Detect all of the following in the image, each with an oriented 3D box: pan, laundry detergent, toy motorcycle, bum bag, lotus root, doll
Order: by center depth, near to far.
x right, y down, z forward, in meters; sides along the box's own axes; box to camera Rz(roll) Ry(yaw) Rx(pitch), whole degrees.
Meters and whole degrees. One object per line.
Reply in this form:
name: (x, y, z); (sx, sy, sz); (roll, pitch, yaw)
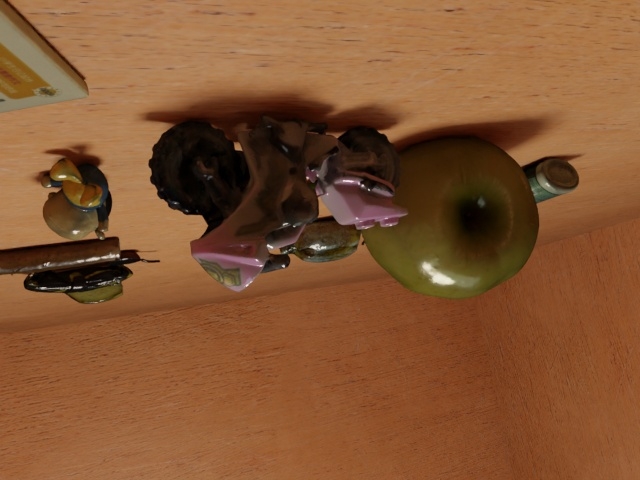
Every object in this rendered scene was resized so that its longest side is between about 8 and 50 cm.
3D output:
toy motorcycle: (-0.033, -0.043, 0.728); (0.326, 0.188, 0.143); (-5, 174, -33)
doll: (-0.299, -0.045, 0.768); (0.089, 0.102, 0.179); (-48, -179, -16)
laundry detergent: (0.402, -0.099, 1.261); (0.099, 0.070, 0.225); (-2, 168, -28)
pan: (-0.405, 0.037, 1.356); (0.115, 0.024, 0.068); (1, 165, -41)
lotus root: (0.000, 0.000, 1.387); (0.191, 0.088, 0.113); (-8, 155, -11)
bum bag: (-0.543, 0.087, 1.406); (0.232, 0.060, 0.106); (-4, 178, -27)

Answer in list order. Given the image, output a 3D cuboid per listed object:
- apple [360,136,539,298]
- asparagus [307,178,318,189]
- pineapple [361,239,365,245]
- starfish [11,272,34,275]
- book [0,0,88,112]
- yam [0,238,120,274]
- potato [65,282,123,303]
apple: (0.199, -0.032, 0.975); (0.278, 0.279, 0.279); (-10, 171, -2)
asparagus: (-0.040, -0.077, 1.048); (0.025, 0.025, 0.248); (5, 165, -37)
pineapple: (0.231, -0.016, 1.313); (0.340, 0.169, 0.169); (6, -177, 37)
starfish: (-0.610, 0.056, 1.233); (0.078, 0.028, 0.091); (0, 171, -24)
book: (-0.347, -0.118, 0.438); (0.295, 0.020, 0.208); (-10, 171, 0)
yam: (-0.504, 0.033, 1.145); (0.263, 0.046, 0.046); (-8, 171, -18)
potato: (-0.573, 0.125, 1.549); (0.149, 0.081, 0.120); (-7, 169, -23)
